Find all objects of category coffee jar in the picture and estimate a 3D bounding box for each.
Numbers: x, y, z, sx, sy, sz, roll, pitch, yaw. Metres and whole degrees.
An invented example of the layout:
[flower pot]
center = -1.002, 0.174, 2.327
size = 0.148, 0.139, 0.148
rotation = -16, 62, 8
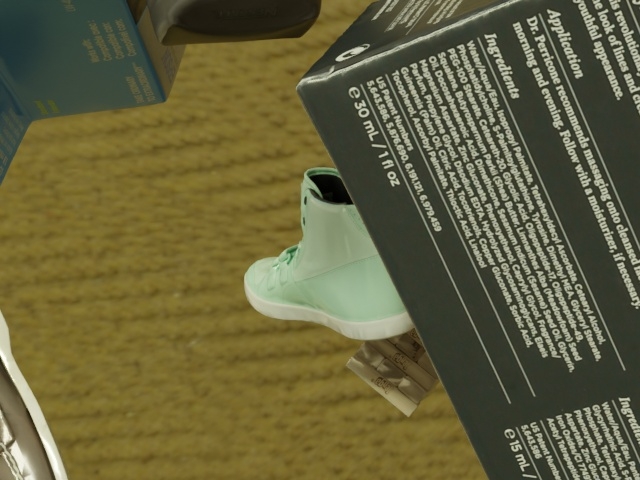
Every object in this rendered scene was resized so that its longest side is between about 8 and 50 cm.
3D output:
[coffee jar]
center = -0.054, -0.195, 0.785
size = 0.096, 0.079, 0.184
rotation = -5, 82, -14

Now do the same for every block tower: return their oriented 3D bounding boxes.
[block tower]
center = 0.167, 0.026, 1.576
size = 0.091, 0.097, 0.335
rotation = 38, 96, 9

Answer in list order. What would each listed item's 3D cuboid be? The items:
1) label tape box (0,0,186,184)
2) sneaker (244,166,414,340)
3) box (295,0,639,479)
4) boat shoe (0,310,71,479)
[label tape box]
center = -0.151, -0.198, 1.042
size = 0.106, 0.240, 0.333
rotation = 17, 78, 6
[sneaker]
center = 0.001, 0.000, 1.406
size = 0.256, 0.094, 0.151
rotation = 10, 111, 58
[box]
center = 0.138, 0.017, 0.496
size = 0.184, 0.103, 0.261
rotation = -18, 108, 26
[boat shoe]
center = -0.336, 0.181, 1.509
size = 0.097, 0.116, 0.324
rotation = -20, 64, -21
